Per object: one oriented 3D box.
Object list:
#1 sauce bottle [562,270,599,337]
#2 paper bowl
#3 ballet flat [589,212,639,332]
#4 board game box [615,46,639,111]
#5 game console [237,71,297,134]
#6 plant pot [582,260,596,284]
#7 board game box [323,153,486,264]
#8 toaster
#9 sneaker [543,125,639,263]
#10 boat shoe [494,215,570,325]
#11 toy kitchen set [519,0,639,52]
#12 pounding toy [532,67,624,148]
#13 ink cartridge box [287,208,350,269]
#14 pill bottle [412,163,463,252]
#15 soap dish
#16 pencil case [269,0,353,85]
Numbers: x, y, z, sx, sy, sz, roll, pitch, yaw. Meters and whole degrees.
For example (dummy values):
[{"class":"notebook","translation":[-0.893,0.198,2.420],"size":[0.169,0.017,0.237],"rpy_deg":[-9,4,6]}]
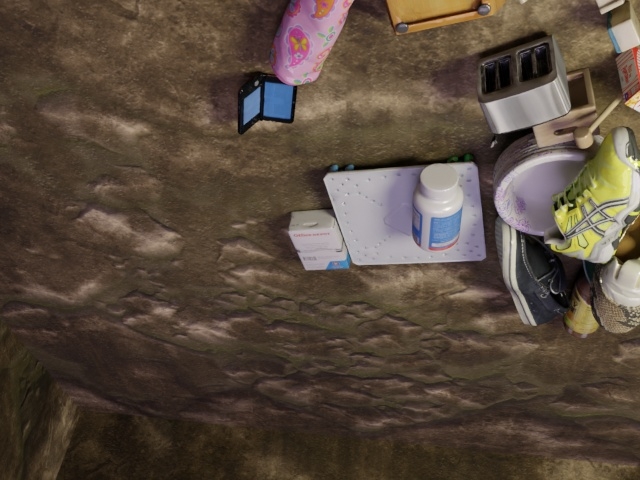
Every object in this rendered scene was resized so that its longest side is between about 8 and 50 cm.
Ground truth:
[{"class":"sauce bottle","translation":[0.790,0.154,1.937],"size":[0.111,0.111,0.344],"rpy_deg":[4,140,9]},{"class":"paper bowl","translation":[0.551,-0.150,1.564],"size":[0.284,0.148,0.284],"rpy_deg":[7,142,5]},{"class":"ballet flat","translation":[0.745,-0.001,1.510],"size":[0.164,0.182,0.483],"rpy_deg":[28,105,22]},{"class":"board game box","translation":[0.693,-0.296,1.345],"size":[0.193,0.147,0.045],"rpy_deg":[22,142,-15]},{"class":"game console","translation":[-0.127,-0.314,1.568],"size":[0.085,0.124,0.144],"rpy_deg":[31,145,16]},{"class":"plant pot","translation":[0.832,0.040,1.680],"size":[0.290,0.290,0.195],"rpy_deg":[-17,171,31]},{"class":"board game box","translation":[0.241,-0.073,1.817],"size":[0.389,0.050,0.390],"rpy_deg":[-3,140,16]},{"class":"toaster","translation":[0.411,-0.311,1.361],"size":[0.168,0.186,0.110],"rpy_deg":[-14,141,29]},{"class":"sneaker","translation":[0.576,-0.079,1.417],"size":[0.147,0.145,0.385],"rpy_deg":[2,140,8]},{"class":"boat shoe","translation":[0.586,0.079,1.834],"size":[0.156,0.187,0.500],"rpy_deg":[-14,142,21]},{"class":"toy kitchen set","translation":[0.482,-0.444,1.259],"size":[0.166,0.122,0.207],"rpy_deg":[-20,113,34]},{"class":"pounding toy","translation":[0.538,-0.252,1.387],"size":[0.181,0.206,0.094],"rpy_deg":[-10,138,24]},{"class":"ink cartridge box","translation":[0.000,0.000,1.941],"size":[0.139,0.082,0.191],"rpy_deg":[-3,139,16]},{"class":"pill bottle","translation":[0.291,-0.081,1.653],"size":[0.124,0.124,0.222],"rpy_deg":[4,142,9]},{"class":"soap dish","translation":[0.201,-0.518,1.197],"size":[0.228,0.118,0.291],"rpy_deg":[-5,139,20]},{"class":"pencil case","translation":[-0.012,-0.444,1.348],"size":[0.124,0.124,0.284],"rpy_deg":[19,143,-11]}]
